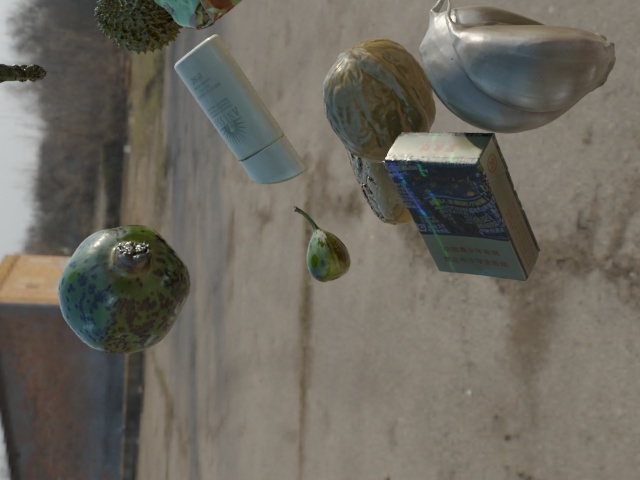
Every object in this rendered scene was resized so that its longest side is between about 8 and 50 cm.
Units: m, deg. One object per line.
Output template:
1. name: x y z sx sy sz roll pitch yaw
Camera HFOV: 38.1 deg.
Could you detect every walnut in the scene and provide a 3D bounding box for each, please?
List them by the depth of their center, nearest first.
1. walnut: 0.115 -0.279 1.853 0.261 0.225 0.225 57 -171 -34

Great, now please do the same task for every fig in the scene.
1. fig: 0.001 0.006 1.867 0.166 0.093 0.093 66 172 -16

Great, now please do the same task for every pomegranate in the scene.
1. pomegranate: -0.368 0.083 1.768 0.270 0.254 0.254 119 152 -49

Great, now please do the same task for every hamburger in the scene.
1. hamburger: -0.197 -0.465 1.640 0.235 0.214 0.125 3 128 50
2. hamburger: 0.179 -0.190 2.404 0.284 0.174 0.305 -155 42 -74

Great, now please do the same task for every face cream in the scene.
1. face cream: -0.177 -0.272 2.041 0.173 0.081 0.349 -19 108 52

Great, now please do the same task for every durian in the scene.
1. durian: -0.319 -0.446 1.775 0.208 0.146 0.102 -46 17 -23

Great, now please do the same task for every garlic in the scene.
1. garlic: 0.304 -0.323 1.563 0.246 0.340 0.231 -56 -16 -4

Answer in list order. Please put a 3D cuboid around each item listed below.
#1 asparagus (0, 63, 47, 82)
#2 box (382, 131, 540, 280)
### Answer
1. asparagus: -0.512 -0.286 1.581 0.030 0.036 0.165 -58 -4 16
2. box: 0.264 -0.061 1.714 0.084 0.198 0.310 -58 -45 -30
